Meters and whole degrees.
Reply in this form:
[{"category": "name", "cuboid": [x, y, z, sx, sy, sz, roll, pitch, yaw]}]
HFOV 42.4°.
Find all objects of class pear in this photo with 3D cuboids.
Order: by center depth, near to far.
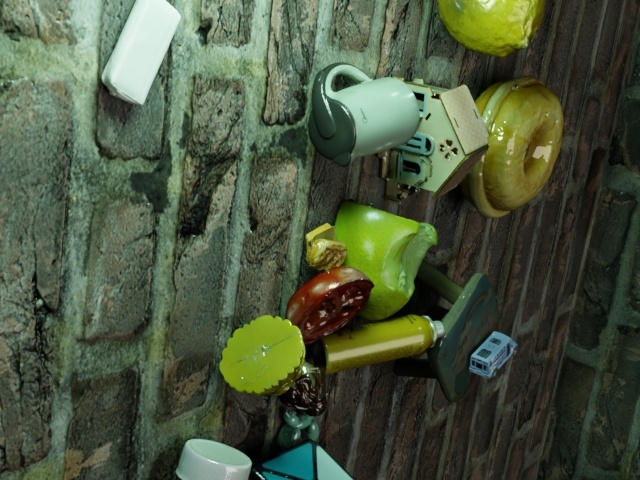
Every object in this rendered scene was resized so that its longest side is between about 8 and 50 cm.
[{"category": "pear", "cuboid": [0.148, 0.063, 2.051, 0.286, 0.176, 0.282, 17, 93, -54]}]

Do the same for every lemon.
[{"category": "lemon", "cuboid": [0.425, -0.589, 2.040, 0.253, 0.310, 0.253, -24, 151, -14]}]

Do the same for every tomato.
[{"category": "tomato", "cuboid": [0.010, 0.137, 1.924, 0.228, 0.101, 0.228, -27, 149, -17]}]

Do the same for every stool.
[{"category": "stool", "cuboid": [0.340, 0.250, 2.348, 0.310, 0.226, 0.310, -53, 142, -26]}]

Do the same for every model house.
[{"category": "model house", "cuboid": [0.280, -0.230, 2.039, 0.169, 0.244, 0.326, -26, 126, -48]}]

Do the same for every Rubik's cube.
[{"category": "Rubik's cube", "cuboid": [-0.053, 0.655, 1.926, 0.246, 0.248, 0.250, -10, 130, -53]}]

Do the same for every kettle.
[{"category": "kettle", "cuboid": [0.078, -0.290, 1.831, 0.236, 0.161, 0.221, -25, 96, -44]}]

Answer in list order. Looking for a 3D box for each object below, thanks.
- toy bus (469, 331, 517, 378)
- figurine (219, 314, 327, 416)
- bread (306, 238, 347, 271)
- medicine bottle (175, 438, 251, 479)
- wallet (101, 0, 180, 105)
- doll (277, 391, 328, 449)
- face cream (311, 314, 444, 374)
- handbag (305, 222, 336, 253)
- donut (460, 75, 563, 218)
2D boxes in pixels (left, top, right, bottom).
[{"category": "toy bus", "cuboid": [0.490, 0.314, 2.324, 0.167, 0.073, 0.076, -37, 132, -38]}, {"category": "figurine", "cuboid": [-0.077, 0.298, 1.885, 0.187, 0.168, 0.315, -49, 151, -4]}, {"category": "bread", "cuboid": [0.013, 0.035, 1.922, 0.110, 0.044, 0.083, 7, 111, -49]}, {"category": "medicine bottle", "cuboid": [-0.254, 0.574, 1.736, 0.165, 0.165, 0.273, 20, 88, -55]}, {"category": "wallet", "cuboid": [-0.301, -0.322, 1.386, 0.095, 0.033, 0.190, 34, 76, -52]}, {"category": "doll", "cuboid": [-0.037, 0.431, 2.056, 0.159, 0.059, 0.159, -16, 118, -48]}, {"category": "face cream", "cuboid": [0.154, 0.253, 2.074, 0.348, 0.105, 0.105, -8, 114, -23]}, {"category": "handbag", "cuboid": [0.000, 0.000, 1.945, 0.083, 0.027, 0.061, -30, 132, -38]}, {"category": "donut", "cuboid": [0.559, -0.274, 2.434, 0.449, 0.198, 0.449, -25, 124, -45]}]
